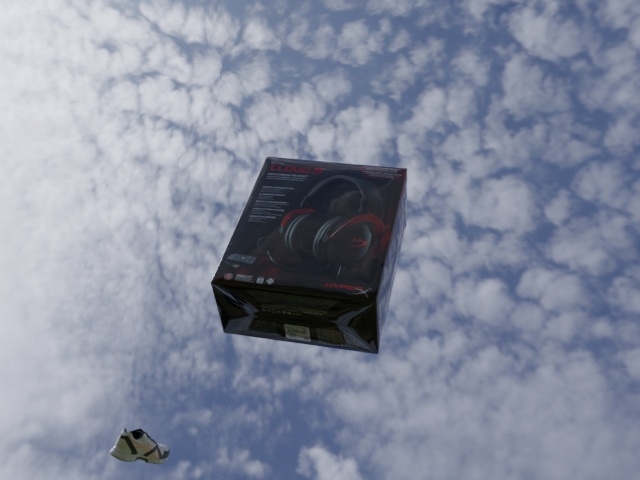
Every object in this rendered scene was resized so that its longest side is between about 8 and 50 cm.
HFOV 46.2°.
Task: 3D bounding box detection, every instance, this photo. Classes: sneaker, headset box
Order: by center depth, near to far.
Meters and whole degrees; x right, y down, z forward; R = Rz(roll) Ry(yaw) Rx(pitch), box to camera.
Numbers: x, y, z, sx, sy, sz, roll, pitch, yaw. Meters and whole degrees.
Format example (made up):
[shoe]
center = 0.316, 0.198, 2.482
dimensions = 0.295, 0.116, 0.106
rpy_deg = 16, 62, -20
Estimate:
[headset box]
center = 0.000, 0.000, 1.055
dimensions = 0.218, 0.293, 0.110
rpy_deg = 7, -44, 13
[sneaker]
center = -0.257, 0.301, 1.102
dimensions = 0.040, 0.109, 0.044
rpy_deg = 18, -96, 33
